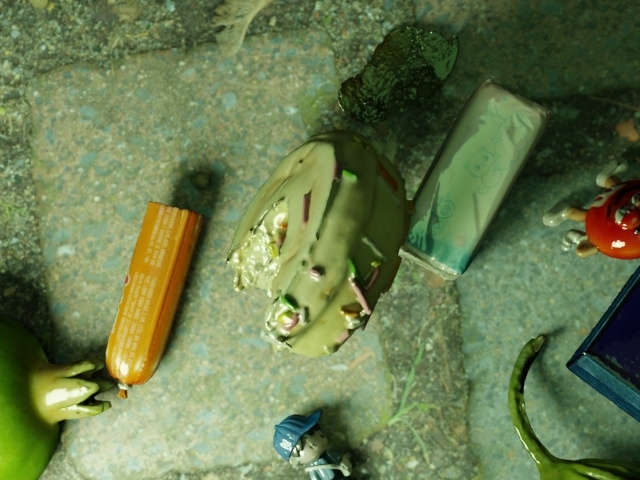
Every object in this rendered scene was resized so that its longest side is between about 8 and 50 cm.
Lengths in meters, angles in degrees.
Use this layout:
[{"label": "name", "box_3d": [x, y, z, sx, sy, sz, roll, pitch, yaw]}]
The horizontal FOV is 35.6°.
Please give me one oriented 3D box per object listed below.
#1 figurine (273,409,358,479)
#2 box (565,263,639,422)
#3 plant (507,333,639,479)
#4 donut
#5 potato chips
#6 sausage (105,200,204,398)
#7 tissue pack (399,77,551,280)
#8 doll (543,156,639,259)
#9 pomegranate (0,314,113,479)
[{"label": "figurine", "box_3d": [-0.005, 0.327, 1.516, 0.149, 0.086, 0.087, 53, 133, -1]}, {"label": "box", "box_3d": [0.543, 0.155, 1.404, 0.279, 0.116, 0.261, 37, 74, 10]}, {"label": "plant", "box_3d": [0.352, 0.345, 1.455, 0.251, 0.180, 0.333, -37, 52, -5]}, {"label": "donut", "box_3d": [0.001, -0.008, 1.420, 0.150, 0.371, 0.307, 27, 95, -21]}, {"label": "potato chips", "box_3d": [0.124, -0.270, 1.586, 0.209, 0.026, 0.142, -15, 79, 6]}, {"label": "sausage", "box_3d": [-0.269, 0.096, 1.567, 0.093, 0.093, 0.312, 16, 86, 10]}, {"label": "tissue pack", "box_3d": [0.215, -0.082, 1.461, 0.124, 0.201, 0.271, 30, 88, 1]}, {"label": "doll", "box_3d": [0.427, -0.036, 1.432, 0.183, 0.217, 0.085, -37, 120, 2]}, {"label": "pomegranate", "box_3d": [-0.508, 0.249, 1.521, 0.359, 0.216, 0.309, -11, 79, 6]}]
